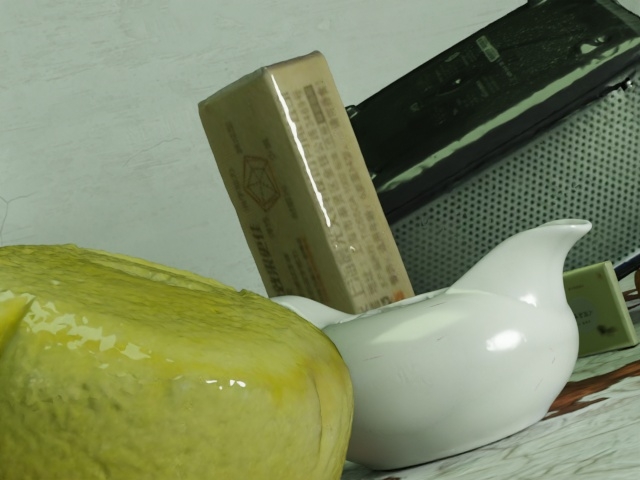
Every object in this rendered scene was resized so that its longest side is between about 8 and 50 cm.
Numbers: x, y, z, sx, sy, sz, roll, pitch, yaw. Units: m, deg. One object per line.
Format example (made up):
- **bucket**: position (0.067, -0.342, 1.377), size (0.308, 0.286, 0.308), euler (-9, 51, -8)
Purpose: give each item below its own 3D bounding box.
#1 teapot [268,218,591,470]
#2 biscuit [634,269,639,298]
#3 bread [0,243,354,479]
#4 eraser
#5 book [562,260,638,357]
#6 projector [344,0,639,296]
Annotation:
- **teapot**: position (0.065, 0.079, 1.004), size (0.298, 0.139, 0.204), euler (-18, 1, 24)
- **biscuit**: position (0.426, 0.021, 1.323), size (0.202, 0.047, 0.334), euler (-16, 0, -31)
- **bread**: position (-0.107, 0.095, 0.795), size (0.270, 0.148, 0.270), euler (14, 9, -2)
- **eraser**: position (0.000, 0.000, 1.385), size (0.078, 0.343, 0.144), euler (-22, 2, -33)
- **book**: position (0.225, 0.066, 1.277), size (0.014, 0.077, 0.111), euler (-21, 2, -42)
- **projector**: position (0.211, -0.089, 1.603), size (0.405, 0.242, 0.395), euler (-31, 16, 8)
